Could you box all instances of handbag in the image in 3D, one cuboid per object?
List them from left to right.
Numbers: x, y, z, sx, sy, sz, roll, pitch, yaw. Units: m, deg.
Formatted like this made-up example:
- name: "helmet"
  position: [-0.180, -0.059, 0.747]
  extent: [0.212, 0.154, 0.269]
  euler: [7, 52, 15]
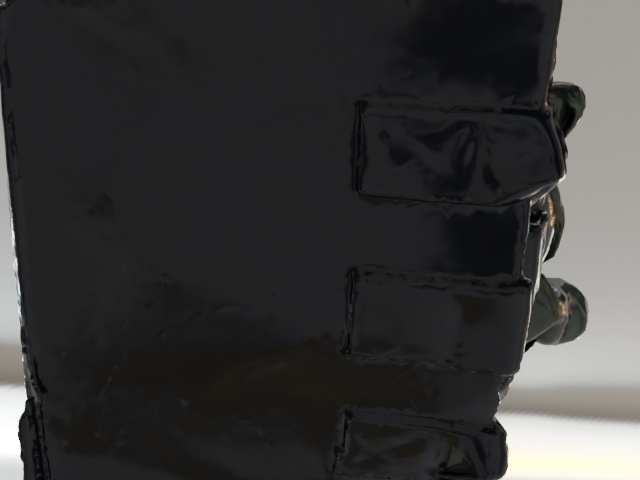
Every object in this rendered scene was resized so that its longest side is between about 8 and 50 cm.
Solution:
- name: "handbag"
  position: [0.000, 0.000, 0.702]
  extent: [0.269, 0.118, 0.326]
  euler: [6, -53, 3]
